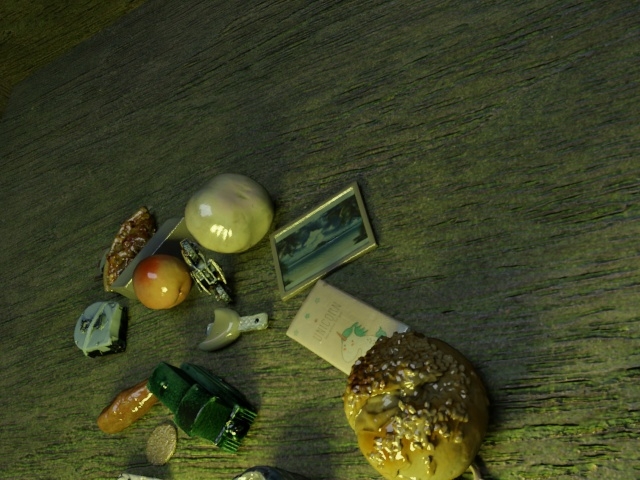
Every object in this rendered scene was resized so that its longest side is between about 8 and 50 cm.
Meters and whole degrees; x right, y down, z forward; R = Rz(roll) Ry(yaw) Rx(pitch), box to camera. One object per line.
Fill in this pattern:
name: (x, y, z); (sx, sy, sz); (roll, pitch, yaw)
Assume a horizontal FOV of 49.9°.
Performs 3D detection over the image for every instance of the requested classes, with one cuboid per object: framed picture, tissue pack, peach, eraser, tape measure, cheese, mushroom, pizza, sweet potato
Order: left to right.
tape measure: (-0.714, 0.289, 2.240); (0.181, 0.107, 0.181); (-21, 54, 21)
framed picture: (-0.731, 0.066, 2.461); (0.201, 0.010, 0.135); (-15, 56, 32)
pizza: (-0.636, 0.029, 2.347); (0.226, 0.086, 0.335); (4, 63, 37)
sweet potato: (-0.535, 0.464, 1.989); (0.252, 0.097, 0.097); (-40, 45, 8)
eraser: (-0.519, 0.062, 2.213); (0.352, 0.111, 0.077); (-48, 42, 5)
peach: (-0.476, 0.124, 2.090); (0.184, 0.184, 0.184); (-21, 52, 29)
mushroom: (-0.271, -0.067, 2.022); (0.234, 0.260, 0.253); (120, 149, -53)
cheese: (-0.236, 0.238, 1.905); (0.235, 0.050, 0.127); (-13, 56, 36)
framed picture: (0.000, 0.000, 1.876); (0.315, 0.024, 0.231); (-33, 48, 22)
tissue pack: (0.072, 0.223, 1.639); (0.325, 0.071, 0.170); (24, 83, 46)

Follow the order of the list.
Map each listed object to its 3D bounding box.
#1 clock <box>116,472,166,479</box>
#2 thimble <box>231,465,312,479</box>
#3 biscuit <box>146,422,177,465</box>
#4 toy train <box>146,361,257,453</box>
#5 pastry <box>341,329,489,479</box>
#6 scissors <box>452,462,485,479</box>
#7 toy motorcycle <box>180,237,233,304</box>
clock: (-0.482, 0.680, 1.813); (0.176, 0.080, 0.117); (-5, 61, 36)
thimble: (-0.101, 0.607, 1.474); (0.205, 0.172, 0.236); (-34, 48, 23)
biscuit: (-0.438, 0.561, 1.897); (0.120, 0.015, 0.120); (-20, 53, 30)
toy train: (-0.317, 0.411, 1.774); (0.330, 0.178, 0.138); (23, 81, 45)
pastry: (0.184, 0.310, 1.357); (0.285, 0.184, 0.315); (-12, 48, 4)
scissors: (0.207, 0.452, 1.415); (0.318, 0.024, 0.160); (31, 87, 46)
toy motorcycle: (-0.332, 0.087, 1.979); (0.094, 0.229, 0.130); (-36, 20, -4)
